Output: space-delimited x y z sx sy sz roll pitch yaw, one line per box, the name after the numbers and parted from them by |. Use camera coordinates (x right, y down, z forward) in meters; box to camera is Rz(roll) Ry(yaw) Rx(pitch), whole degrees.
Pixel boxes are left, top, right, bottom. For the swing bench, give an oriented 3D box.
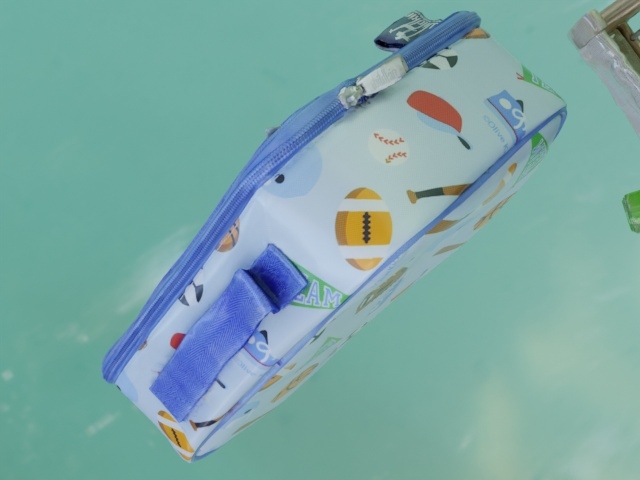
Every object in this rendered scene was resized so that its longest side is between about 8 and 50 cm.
0.376 -0.139 1.148 0.253 0.255 0.165 55 179 3 | swing bench

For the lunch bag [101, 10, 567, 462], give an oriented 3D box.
0.000 0.000 0.806 0.115 0.243 0.303 47 138 7 | lunch bag

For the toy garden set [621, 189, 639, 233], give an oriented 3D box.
0.281 -0.032 0.786 0.244 0.204 0.049 -3 -104 -77 | toy garden set
